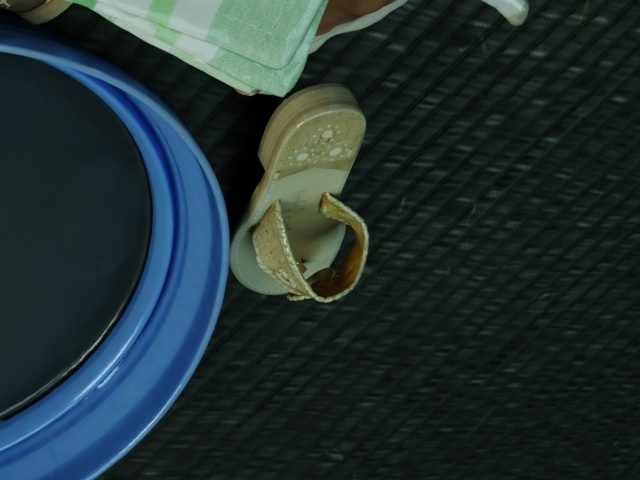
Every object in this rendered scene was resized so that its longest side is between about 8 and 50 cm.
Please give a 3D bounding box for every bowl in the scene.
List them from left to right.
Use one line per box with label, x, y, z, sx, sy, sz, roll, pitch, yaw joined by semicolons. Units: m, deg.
bowl;-0.249;0.032;0.909;0.391;0.077;0.391;-17;133;-19

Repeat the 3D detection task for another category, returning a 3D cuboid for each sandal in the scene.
sandal;-0.006;0.002;0.978;0.088;0.079;0.240;-14;150;-17

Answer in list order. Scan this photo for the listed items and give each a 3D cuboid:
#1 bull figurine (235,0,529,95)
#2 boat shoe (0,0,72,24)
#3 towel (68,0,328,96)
bull figurine;0.035;-0.211;0.853;0.188;0.101;0.310;-2;125;-22
boat shoe;-0.116;-0.206;0.794;0.207;0.073;0.073;-46;137;10
towel;-0.111;-0.233;0.724;0.325;0.038;0.248;21;108;-20
